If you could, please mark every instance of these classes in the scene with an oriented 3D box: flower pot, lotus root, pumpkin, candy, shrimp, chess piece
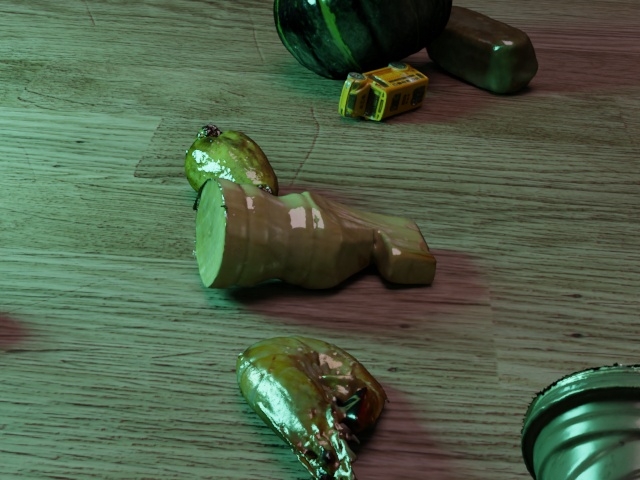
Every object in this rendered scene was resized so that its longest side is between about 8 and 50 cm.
[{"bbox_3d":[0.269,0.221,1.073,0.235,0.235,0.140,9,50,13],"label":"flower pot"},{"bbox_3d":[-0.112,-0.083,1.775,0.108,0.094,0.190,-33,46,-14],"label":"lotus root"},{"bbox_3d":[0.071,-0.417,2.256,0.323,0.241,0.323,-27,17,9],"label":"pumpkin"},{"bbox_3d":[0.283,-0.340,2.320,0.102,0.104,0.234,-21,34,-32],"label":"candy"},{"bbox_3d":[0.010,0.170,1.299,0.152,0.063,0.287,4,22,-23],"label":"shrimp"},{"bbox_3d":[0.000,0.000,1.598,0.301,0.137,0.137,4,24,-23],"label":"chess piece"}]

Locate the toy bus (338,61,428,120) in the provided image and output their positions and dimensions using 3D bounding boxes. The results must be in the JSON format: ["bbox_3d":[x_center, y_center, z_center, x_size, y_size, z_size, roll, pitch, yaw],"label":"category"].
[{"bbox_3d":[0.103,-0.240,2.134,0.074,0.070,0.162,33,36,30],"label":"toy bus"}]
